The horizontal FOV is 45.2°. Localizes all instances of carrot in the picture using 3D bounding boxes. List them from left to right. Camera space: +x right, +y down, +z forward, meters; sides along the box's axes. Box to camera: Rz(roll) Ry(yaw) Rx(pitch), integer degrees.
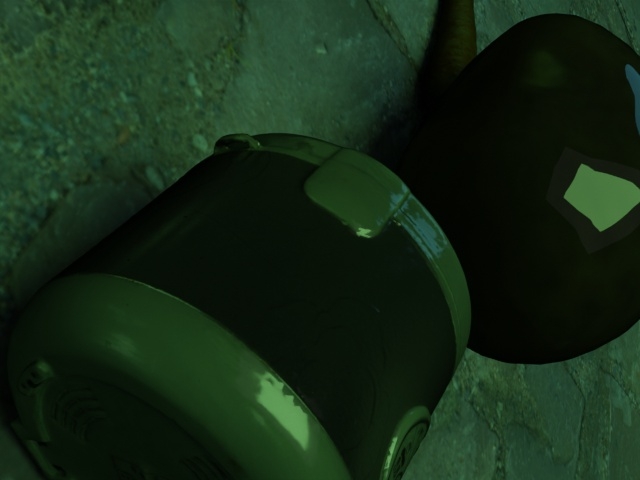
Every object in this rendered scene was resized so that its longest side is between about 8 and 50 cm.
[{"bbox_3d":[0.195,-0.300,1.099,0.078,0.078,0.298,36,52,-41],"label":"carrot"}]

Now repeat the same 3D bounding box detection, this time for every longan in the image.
[{"bbox_3d":[0.253,-0.051,0.896,0.404,0.336,0.405,-35,131,-54],"label":"longan"}]

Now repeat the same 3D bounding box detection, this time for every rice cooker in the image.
[{"bbox_3d":[-0.047,0.085,0.571,0.277,0.288,0.288,-47,119,-45],"label":"rice cooker"}]
